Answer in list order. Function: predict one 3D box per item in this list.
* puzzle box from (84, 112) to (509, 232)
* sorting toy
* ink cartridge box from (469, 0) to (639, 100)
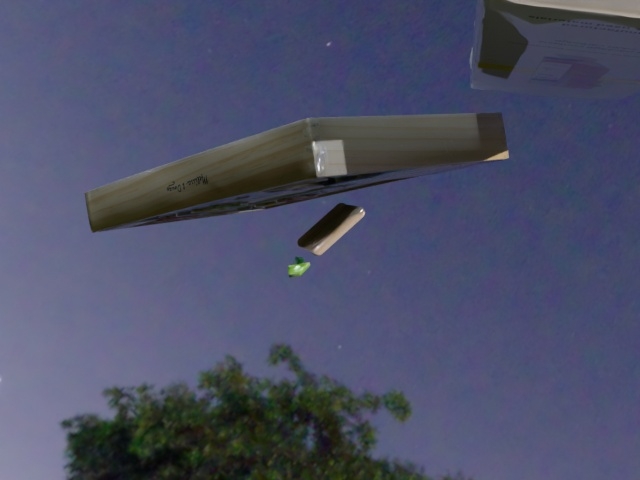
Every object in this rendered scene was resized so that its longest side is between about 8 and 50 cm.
[{"bbox_3d":[-0.041,-0.070,0.882,0.409,0.272,0.052,-9,-89,48],"label":"puzzle box"},{"bbox_3d":[0.000,0.000,0.693,0.012,0.083,0.062,50,-7,-16],"label":"sorting toy"},{"bbox_3d":[0.209,-0.265,0.600,0.161,0.385,0.279,8,-85,8],"label":"ink cartridge box"}]
